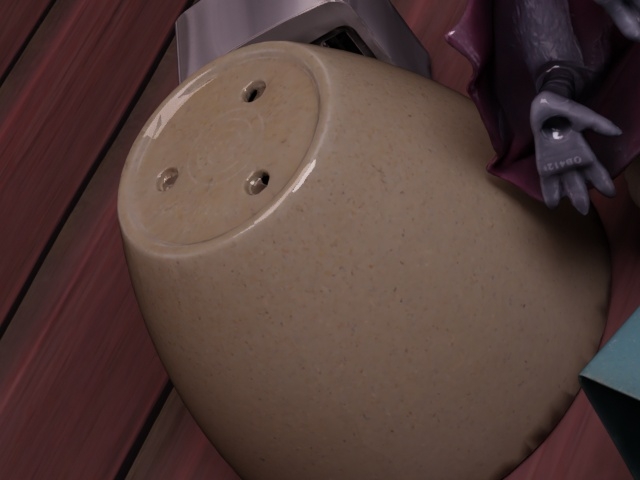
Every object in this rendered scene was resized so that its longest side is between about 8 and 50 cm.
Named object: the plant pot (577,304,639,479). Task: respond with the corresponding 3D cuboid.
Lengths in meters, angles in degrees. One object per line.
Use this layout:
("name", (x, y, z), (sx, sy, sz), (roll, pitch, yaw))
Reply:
("plant pot", (0.289, 0.055, 0.687), (0.166, 0.165, 0.234), (23, 66, 46))

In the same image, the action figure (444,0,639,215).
("action figure", (0.163, -0.202, 0.841), (0.248, 0.276, 0.370), (-34, 27, 39))

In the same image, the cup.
("cup", (0.000, 0.000, 0.898), (0.331, 0.237, 0.331), (-21, 48, 24))

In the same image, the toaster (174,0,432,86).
("toaster", (-0.016, -0.147, 1.065), (0.168, 0.185, 0.110), (-27, 41, 19))

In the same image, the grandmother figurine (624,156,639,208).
("grandmother figurine", (0.345, -0.116, 0.819), (0.342, 0.104, 0.208), (-33, 25, 11))
